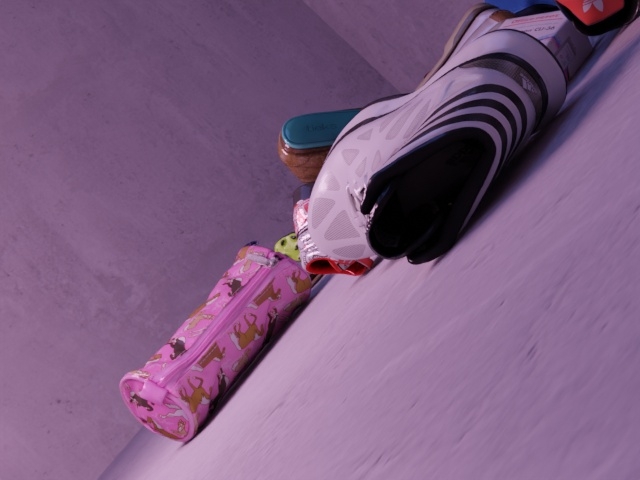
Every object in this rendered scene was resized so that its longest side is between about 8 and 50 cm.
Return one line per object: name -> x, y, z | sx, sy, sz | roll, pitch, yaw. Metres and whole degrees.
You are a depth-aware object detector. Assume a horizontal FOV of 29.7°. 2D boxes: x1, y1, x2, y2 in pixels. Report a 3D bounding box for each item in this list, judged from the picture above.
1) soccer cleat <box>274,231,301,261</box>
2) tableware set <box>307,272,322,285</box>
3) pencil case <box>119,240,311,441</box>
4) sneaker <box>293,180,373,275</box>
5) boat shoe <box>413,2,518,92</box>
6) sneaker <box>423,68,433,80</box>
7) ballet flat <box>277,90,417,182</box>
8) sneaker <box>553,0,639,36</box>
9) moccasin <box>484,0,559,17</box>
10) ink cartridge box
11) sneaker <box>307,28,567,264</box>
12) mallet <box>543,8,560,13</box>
soccer cleat -> 0.000, 0.000, 2.330 | 0.179, 0.060, 0.072 | -16, -1, 15
tableware set -> -0.012, 0.050, 2.386 | 0.128, 0.039, 0.194 | -45, 4, 26
pencil case -> -0.175, 0.170, 2.064 | 0.160, 0.167, 0.386 | 3, 41, 42
sneaker -> 0.087, -0.031, 1.729 | 0.270, 0.145, 0.090 | -15, -28, 22
boat shoe -> 0.216, -0.214, 1.840 | 0.103, 0.113, 0.302 | 39, 109, 54
sneaker -> 0.282, -0.290, 2.312 | 0.136, 0.116, 0.314 | -35, 14, 19
ballet flat -> 0.110, -0.143, 1.773 | 0.124, 0.342, 0.116 | 76, -176, -51
sneaker -> 0.340, -0.332, 1.493 | 0.131, 0.148, 0.350 | -24, 6, 26
moccasin -> 0.376, -0.424, 1.853 | 0.117, 0.138, 0.342 | -17, 11, -23
ink cartridge box -> 0.265, -0.232, 1.539 | 0.115, 0.067, 0.198 | 0, 40, 45
sneaker -> 0.071, -0.057, 1.405 | 0.257, 0.169, 0.447 | -47, 5, -41
mallet -> 0.372, -0.335, 1.872 | 0.190, 0.062, 0.039 | -47, -42, -80
